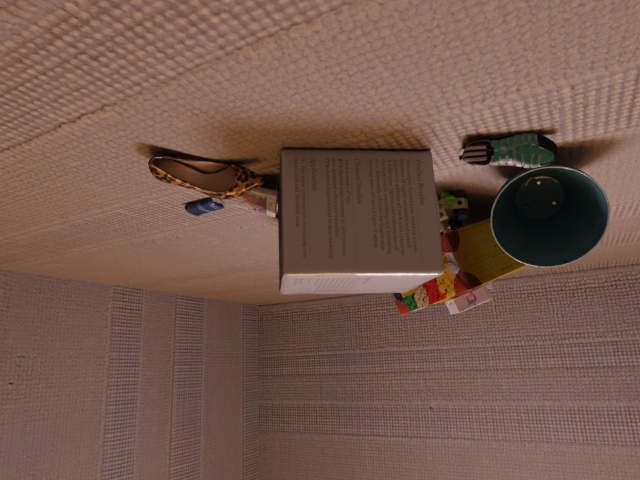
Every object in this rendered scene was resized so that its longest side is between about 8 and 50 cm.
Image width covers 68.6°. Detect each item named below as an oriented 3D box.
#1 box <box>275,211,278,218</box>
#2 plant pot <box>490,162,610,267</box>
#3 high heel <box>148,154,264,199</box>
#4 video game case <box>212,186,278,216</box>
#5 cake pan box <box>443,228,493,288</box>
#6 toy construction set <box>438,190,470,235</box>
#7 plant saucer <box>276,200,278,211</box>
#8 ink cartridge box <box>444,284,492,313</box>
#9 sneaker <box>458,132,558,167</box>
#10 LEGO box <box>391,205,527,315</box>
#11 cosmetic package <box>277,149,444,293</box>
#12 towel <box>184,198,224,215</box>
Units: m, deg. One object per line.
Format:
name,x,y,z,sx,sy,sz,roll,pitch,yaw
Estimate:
box,-0.079,-0.098,1.613,0.094,0.027,0.137,7,163,-36
plant pot,0.638,-0.096,1.340,0.290,0.290,0.195,-8,-159,21
high heel,-0.287,-0.165,1.175,0.261,0.093,0.186,3,174,14
video game case,-0.227,-0.128,1.379,0.202,0.023,0.183,15,164,-3
cake pan box,0.619,0.084,2.001,0.267,0.245,0.070,4,168,-28
toy construction set,0.370,-0.078,1.558,0.215,0.151,0.327,-2,176,2
plant saucer,-0.190,-0.123,1.521,0.192,0.018,0.067,10,161,-36
ink cartridge box,0.484,0.197,1.545,0.123,0.052,0.088,-19,169,-8
sneaker,0.463,-0.221,1.169,0.224,0.083,0.098,1,-174,3
LEGO box,0.534,0.066,1.668,0.501,0.193,0.372,-16,168,-29
cosmetic package,0.084,-0.034,1.285,0.394,0.329,0.327,0,165,-7
towel,-0.378,-0.108,1.524,0.120,0.029,0.067,-10,163,28
